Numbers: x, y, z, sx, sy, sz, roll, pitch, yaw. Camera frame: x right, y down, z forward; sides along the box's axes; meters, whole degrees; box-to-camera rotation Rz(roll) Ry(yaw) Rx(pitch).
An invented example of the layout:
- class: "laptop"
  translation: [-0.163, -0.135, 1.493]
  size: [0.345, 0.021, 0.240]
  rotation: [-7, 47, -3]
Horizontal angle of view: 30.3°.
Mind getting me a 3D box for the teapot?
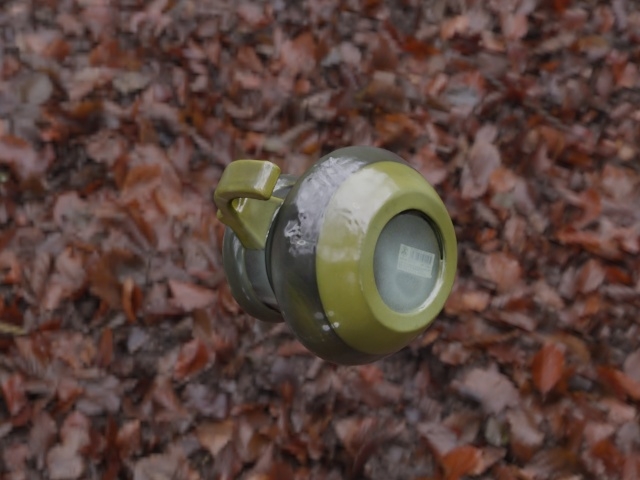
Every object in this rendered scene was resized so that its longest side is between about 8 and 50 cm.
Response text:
- class: "teapot"
  translation: [0.000, 0.000, 0.700]
  size: [0.119, 0.166, 0.130]
  rotation: [5, 66, 46]
